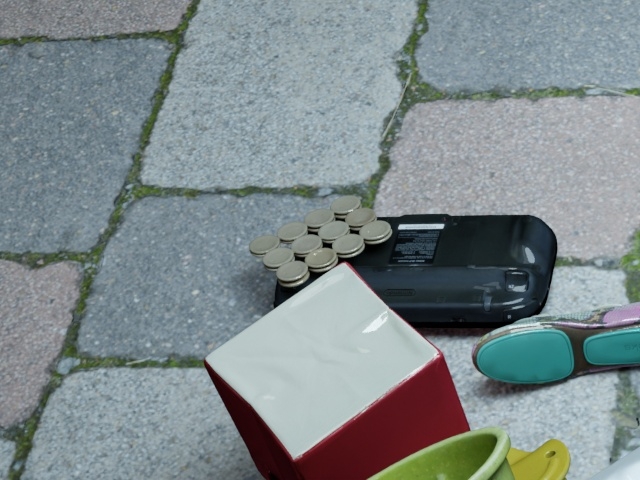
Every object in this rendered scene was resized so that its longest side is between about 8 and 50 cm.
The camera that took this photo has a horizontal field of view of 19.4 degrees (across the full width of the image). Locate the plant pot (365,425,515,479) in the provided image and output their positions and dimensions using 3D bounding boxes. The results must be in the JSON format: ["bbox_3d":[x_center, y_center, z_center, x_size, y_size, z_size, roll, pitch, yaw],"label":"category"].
[{"bbox_3d":[0.111,0.344,1.667,0.276,0.254,0.276,-31,3,2],"label":"plant pot"}]

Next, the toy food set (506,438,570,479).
[{"bbox_3d":[0.164,0.283,1.873,0.218,0.071,0.128,-31,22,-12],"label":"toy food set"}]

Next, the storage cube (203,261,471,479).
[{"bbox_3d":[0.026,0.174,1.927,0.215,0.193,0.183,-35,47,-12],"label":"storage cube"}]

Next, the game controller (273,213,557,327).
[{"bbox_3d":[0.107,0.033,2.132,0.319,0.067,0.166,0,35,19],"label":"game controller"}]

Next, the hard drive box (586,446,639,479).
[{"bbox_3d":[0.330,0.268,1.740,0.232,0.181,0.089,-31,47,-8],"label":"hard drive box"}]

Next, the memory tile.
[{"bbox_3d":[0.000,0.000,2.148,0.148,0.012,0.113,-26,34,-17],"label":"memory tile"}]

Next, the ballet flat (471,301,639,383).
[{"bbox_3d":[0.271,0.103,1.997,0.221,0.077,0.079,-8,28,6],"label":"ballet flat"}]
